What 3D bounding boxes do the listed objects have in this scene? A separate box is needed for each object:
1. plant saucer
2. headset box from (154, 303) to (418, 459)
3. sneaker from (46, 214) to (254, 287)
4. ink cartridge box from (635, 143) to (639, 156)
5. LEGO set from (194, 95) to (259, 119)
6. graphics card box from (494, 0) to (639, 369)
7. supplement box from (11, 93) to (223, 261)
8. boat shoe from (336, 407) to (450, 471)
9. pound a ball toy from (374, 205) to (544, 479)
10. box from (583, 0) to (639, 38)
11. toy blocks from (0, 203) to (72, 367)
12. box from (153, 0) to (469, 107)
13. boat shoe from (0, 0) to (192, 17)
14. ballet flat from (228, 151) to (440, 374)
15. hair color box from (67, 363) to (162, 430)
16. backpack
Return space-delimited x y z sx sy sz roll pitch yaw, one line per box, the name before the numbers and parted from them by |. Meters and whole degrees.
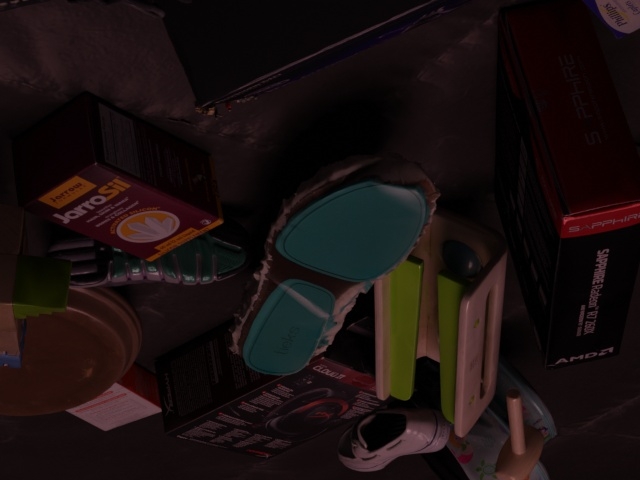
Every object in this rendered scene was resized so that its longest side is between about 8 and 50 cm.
plant saucer | -0.345 0.127 1.678 0.278 0.041 0.278 -5 142 -4
headset box | -0.033 0.172 1.874 0.293 0.110 0.218 -28 149 28
sneaker | -0.189 0.012 1.571 0.224 0.083 0.098 -2 174 -15
ink cartridge box | 0.349 -0.030 1.695 0.127 0.072 0.175 11 144 -39
LEGO set | -0.082 -0.135 1.368 0.054 0.023 0.083 4 148 -29
graphics card box | 0.245 -0.043 1.455 0.094 0.232 0.371 -12 152 -1
supplement box | -0.196 -0.057 1.406 0.104 0.080 0.188 -28 149 27
boat shoe | 0.078 0.257 1.941 0.076 0.083 0.226 18 152 -30
pound a ball toy | 0.185 0.124 1.718 0.208 0.136 0.319 23 143 24
box | 0.224 -0.254 1.149 0.072 0.137 0.126 -27 149 24
toy blocks | -0.435 0.041 1.406 0.381 0.190 0.261 6 160 -8
box | 0.028 -0.202 1.123 0.261 0.103 0.184 -22 180 18
boat shoe | -0.156 -0.240 1.001 0.500 0.156 0.187 -19 154 14
ballet flat | 0.000 0.000 1.549 0.147 0.147 0.409 2 148 -27
hair color box | -0.284 0.190 1.865 0.093 0.053 0.167 -20 153 14
backpack | 0.223 0.268 2.016 0.191 0.253 0.225 -34 151 -2
